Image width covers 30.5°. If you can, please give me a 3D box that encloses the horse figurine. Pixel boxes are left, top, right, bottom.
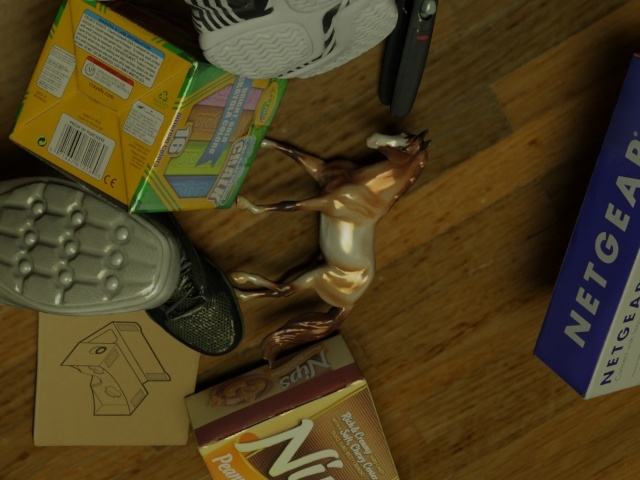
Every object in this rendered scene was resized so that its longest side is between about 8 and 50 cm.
[{"bbox_3d":[0.000,0.000,1.146,0.175,0.066,0.263,3,118,-9],"label":"horse figurine"}]

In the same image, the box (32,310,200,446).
[{"bbox_3d":[-0.207,0.127,1.198,0.164,0.021,0.201,2,121,-16],"label":"box"}]

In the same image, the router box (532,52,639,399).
[{"bbox_3d":[0.387,-0.023,1.162,0.301,0.082,0.335,-10,126,-32],"label":"router box"}]

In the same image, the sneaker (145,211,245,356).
[{"bbox_3d":[-0.144,0.035,1.073,0.087,0.130,0.227,-25,115,6],"label":"sneaker"}]

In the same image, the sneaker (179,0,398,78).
[{"bbox_3d":[-0.083,-0.250,0.810,0.137,0.210,0.366,-27,157,32],"label":"sneaker"}]

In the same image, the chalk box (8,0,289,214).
[{"bbox_3d":[-0.124,-0.110,0.970,0.132,0.213,0.132,30,105,18],"label":"chalk box"}]

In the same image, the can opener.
[{"bbox_3d":[0.085,-0.194,1.049,0.073,0.059,0.186,3,120,-16],"label":"can opener"}]

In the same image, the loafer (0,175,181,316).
[{"bbox_3d":[-0.243,0.003,0.982,0.111,0.319,0.112,22,80,-62],"label":"loafer"}]

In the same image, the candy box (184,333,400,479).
[{"bbox_3d":[-0.009,0.271,1.288,0.183,0.087,0.316,-22,125,-5],"label":"candy box"}]
